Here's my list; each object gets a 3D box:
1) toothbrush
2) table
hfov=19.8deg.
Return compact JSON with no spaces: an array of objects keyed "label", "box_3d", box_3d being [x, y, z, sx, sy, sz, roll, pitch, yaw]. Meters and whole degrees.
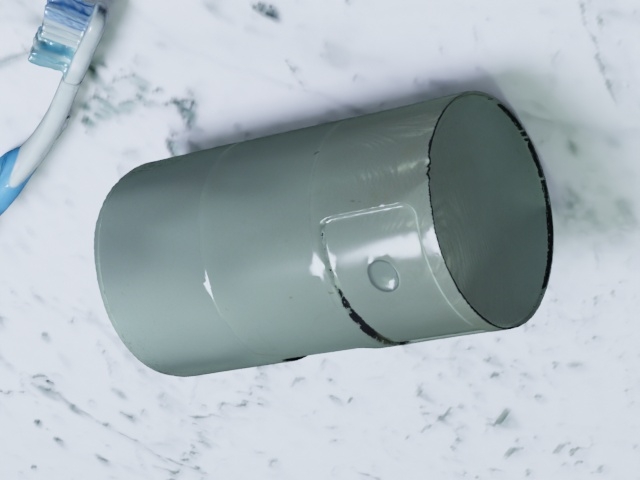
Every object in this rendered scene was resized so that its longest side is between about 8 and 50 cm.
[{"label":"toothbrush","box_3d":[-0.197,-0.028,1.129,0.040,0.040,0.386,30,142,-5]},{"label":"table","box_3d":[0.000,0.000,0.986,0.220,0.126,0.126,-11,128,35]}]
